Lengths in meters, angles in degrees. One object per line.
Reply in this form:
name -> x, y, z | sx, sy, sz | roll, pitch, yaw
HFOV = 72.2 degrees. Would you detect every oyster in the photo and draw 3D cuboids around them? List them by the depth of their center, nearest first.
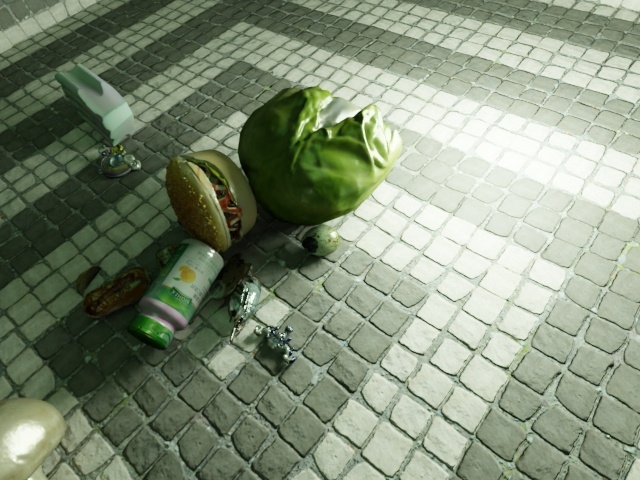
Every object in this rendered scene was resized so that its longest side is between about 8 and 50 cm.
oyster -> -0.434, 0.067, 1.252 | 0.086, 0.029, 0.132 | -5, 56, 12

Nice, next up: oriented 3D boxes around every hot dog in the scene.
hot dog -> -0.553, 0.142, 1.197 | 0.191, 0.059, 0.108 | -33, 51, -14

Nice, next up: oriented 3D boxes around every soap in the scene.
soap -> -0.816, -0.496, 1.618 | 0.115, 0.208, 0.347 | -41, 58, -21

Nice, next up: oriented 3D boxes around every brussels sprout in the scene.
brussels sprout -> -0.023, -0.211, 1.218 | 0.425, 0.342, 0.361 | 19, 75, 27

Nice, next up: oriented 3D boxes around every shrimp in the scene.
shrimp -> -0.199, 0.163, 1.104 | 0.079, 0.090, 0.233 | 15, 40, -6

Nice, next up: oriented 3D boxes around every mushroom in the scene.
mushroom -> -0.616, 0.476, 0.860 | 0.290, 0.297, 0.298 | 43, 63, -8

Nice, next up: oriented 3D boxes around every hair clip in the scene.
hair clip -> -0.719, -0.274, 1.545 | 0.172, 0.049, 0.116 | 38, 80, 21

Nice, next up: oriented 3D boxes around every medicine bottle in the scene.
medicine bottle -> -0.370, 0.137, 1.126 | 0.133, 0.133, 0.274 | 15, 58, 19

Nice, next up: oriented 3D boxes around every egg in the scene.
egg -> 0.000, 0.000, 1.204 | 0.110, 0.085, 0.085 | -2, 53, 10

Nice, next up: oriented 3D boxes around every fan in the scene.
fan -> -0.272, 0.130, 1.158 | 0.227, 0.008, 0.152 | -49, 30, -10

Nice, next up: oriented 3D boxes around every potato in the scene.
potato -> -0.675, 0.105, 1.254 | 0.036, 0.037, 0.093 | 10, 56, 21

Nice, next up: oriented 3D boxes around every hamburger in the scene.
hamburger -> -0.312, -0.108, 1.204 | 0.302, 0.302, 0.170 | 35, 52, 29

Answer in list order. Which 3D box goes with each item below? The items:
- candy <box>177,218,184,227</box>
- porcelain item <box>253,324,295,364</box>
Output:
candy -> -0.351, -0.123, 1.374 | 0.226, 0.051, 0.094 | -39, 68, -18
porcelain item -> -0.096, 0.238, 1.080 | 0.136, 0.021, 0.075 | 34, 61, 28
